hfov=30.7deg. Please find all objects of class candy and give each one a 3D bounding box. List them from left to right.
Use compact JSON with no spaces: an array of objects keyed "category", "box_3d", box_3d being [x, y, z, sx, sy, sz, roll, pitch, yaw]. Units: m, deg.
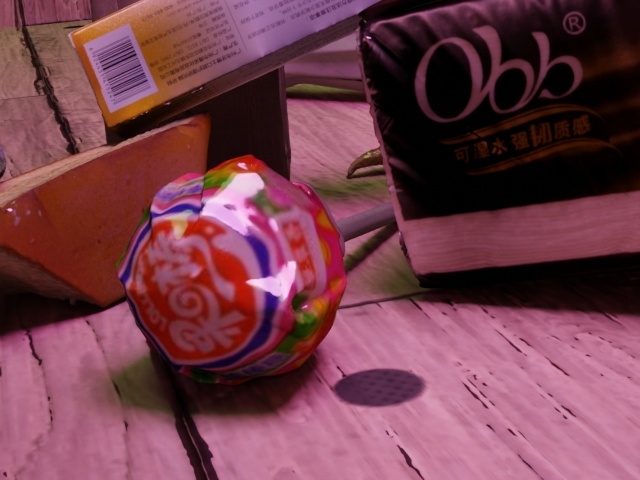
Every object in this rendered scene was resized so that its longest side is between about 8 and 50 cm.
[{"category":"candy","box_3d":[0.000,0.000,0.734,0.124,0.124,0.365,3,10,22]}]

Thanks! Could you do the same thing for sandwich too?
[{"category":"sandwich","box_3d":[-0.159,-0.015,0.797,0.094,0.096,0.258,0,18,33]}]

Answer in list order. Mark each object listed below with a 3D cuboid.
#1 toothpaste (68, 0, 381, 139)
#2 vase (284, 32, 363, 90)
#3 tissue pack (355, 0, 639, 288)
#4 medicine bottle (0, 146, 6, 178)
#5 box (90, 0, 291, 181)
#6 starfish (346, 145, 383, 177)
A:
[{"category":"toothpaste","box_3d":[-0.027,-0.179,0.870,0.313,0.089,0.071,-24,-8,4]},{"category":"vase","box_3d":[0.086,-0.232,1.359,0.360,0.165,0.165,0,17,28]},{"category":"tissue pack","box_3d":[0.234,-0.093,0.691,0.370,0.198,0.210,-7,12,26]},{"category":"medicine bottle","box_3d":[-0.373,-0.117,0.732,0.245,0.289,0.245,-28,3,2]},{"category":"box","box_3d":[-0.106,-0.156,1.000,0.149,0.231,0.155,-4,17,1]},{"category":"starfish","box_3d":[0.164,-0.088,1.045,0.277,0.062,0.236,-6,22,-21]}]
